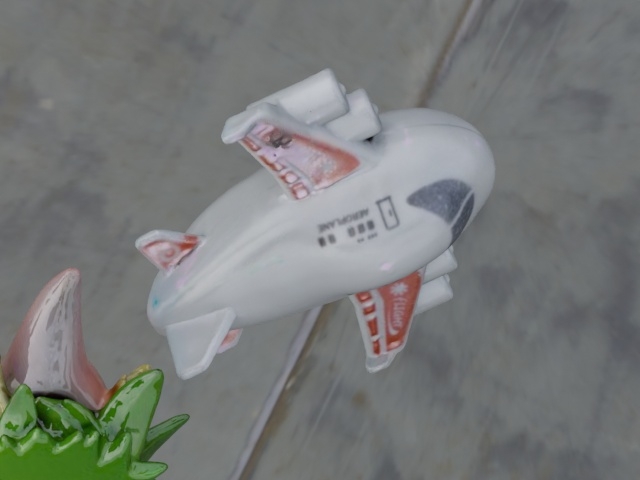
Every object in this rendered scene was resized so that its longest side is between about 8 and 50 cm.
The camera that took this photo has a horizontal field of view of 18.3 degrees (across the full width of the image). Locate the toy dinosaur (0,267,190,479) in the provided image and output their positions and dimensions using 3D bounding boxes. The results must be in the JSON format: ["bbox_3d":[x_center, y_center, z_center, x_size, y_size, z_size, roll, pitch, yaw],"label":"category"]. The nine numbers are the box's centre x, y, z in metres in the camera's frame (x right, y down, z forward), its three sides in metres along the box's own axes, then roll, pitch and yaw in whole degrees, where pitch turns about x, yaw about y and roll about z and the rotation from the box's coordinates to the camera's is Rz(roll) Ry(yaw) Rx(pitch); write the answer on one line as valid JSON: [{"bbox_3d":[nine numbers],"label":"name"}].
[{"bbox_3d":[-0.163,0.097,1.287,0.152,0.177,0.194,-8,135,-3],"label":"toy dinosaur"}]

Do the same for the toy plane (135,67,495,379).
[{"bbox_3d":[-0.001,-0.003,1.303,0.252,0.118,0.252,-11,132,-12],"label":"toy plane"}]
